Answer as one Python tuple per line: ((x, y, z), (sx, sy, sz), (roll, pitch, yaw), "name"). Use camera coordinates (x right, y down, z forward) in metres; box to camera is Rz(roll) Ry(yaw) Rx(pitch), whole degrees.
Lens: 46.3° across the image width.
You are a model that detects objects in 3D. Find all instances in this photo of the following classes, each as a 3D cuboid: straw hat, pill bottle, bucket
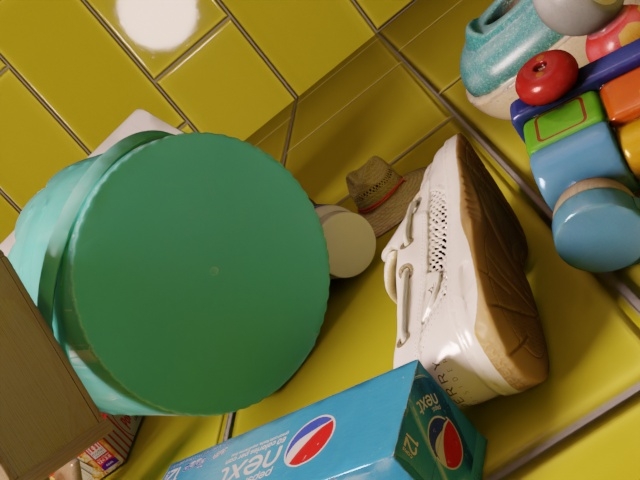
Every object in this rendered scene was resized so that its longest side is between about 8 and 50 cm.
((0.061, -0.062, 0.854), (0.144, 0.061, 0.144), (-36, 15, 12), "straw hat")
((0.000, 0.000, 0.788), (0.078, 0.078, 0.137), (-44, 18, -14), "pill bottle")
((-0.139, 0.032, 0.696), (0.281, 0.281, 0.183), (-49, 21, -28), "bucket")

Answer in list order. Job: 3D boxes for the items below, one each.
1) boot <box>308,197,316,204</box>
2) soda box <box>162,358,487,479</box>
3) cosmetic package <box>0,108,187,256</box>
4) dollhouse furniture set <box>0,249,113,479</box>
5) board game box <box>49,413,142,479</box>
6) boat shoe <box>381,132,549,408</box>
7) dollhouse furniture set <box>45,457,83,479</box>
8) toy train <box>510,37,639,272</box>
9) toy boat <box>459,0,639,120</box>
((-0.096, 0.043, 0.952), (0.248, 0.090, 0.207), (-44, 3, -5), "boot")
((-0.014, 0.147, 0.428), (0.210, 0.067, 0.071), (-31, 18, 32), "soda box")
((-0.281, 0.030, 1.016), (0.217, 0.156, 0.385), (28, 68, 29), "cosmetic package")
((-0.307, 0.142, 0.564), (0.242, 0.161, 0.212), (-32, -1, 24), "dollhouse furniture set")
((-0.288, 0.245, 0.852), (0.193, 0.045, 0.147), (-38, 15, 11), "board game box")
((0.084, 0.011, 0.520), (0.096, 0.098, 0.277), (-32, 18, 24), "boat shoe")
((-0.294, 0.233, 0.550), (0.262, 0.135, 0.259), (-18, 22, -41), "dollhouse furniture set")
((0.240, -0.079, 0.436), (0.248, 0.105, 0.143), (-24, 36, 28), "toy train")
((0.233, -0.217, 0.683), (0.267, 0.148, 0.318), (-43, 15, 21), "toy boat")
